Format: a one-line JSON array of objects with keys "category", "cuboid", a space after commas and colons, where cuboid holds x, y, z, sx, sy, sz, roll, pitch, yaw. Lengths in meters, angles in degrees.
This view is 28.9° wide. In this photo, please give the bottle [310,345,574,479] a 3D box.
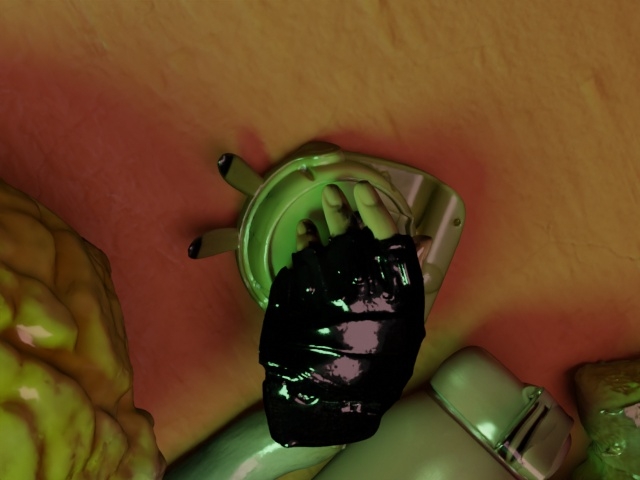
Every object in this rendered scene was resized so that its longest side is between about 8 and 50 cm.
[{"category": "bottle", "cuboid": [0.096, 0.239, 1.120, 0.297, 0.206, 0.173, -45, 97, -1]}]

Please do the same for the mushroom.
[{"category": "mushroom", "cuboid": [-0.091, 0.226, 1.117, 0.278, 0.096, 0.099, -40, 116, -7]}]

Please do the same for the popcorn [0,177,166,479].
[{"category": "popcorn", "cuboid": [-0.302, 0.124, 0.878, 0.344, 0.354, 0.390, -12, 113, 6]}]

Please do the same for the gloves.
[{"category": "gloves", "cuboid": [0.023, 0.053, 1.016, 0.164, 0.124, 0.203, -13, 121, -31]}]

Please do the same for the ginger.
[{"category": "ginger", "cuboid": [0.349, 0.244, 1.249, 0.219, 0.123, 0.270, -4, 116, 4]}]

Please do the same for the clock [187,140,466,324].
[{"category": "clock", "cuboid": [0.000, 0.000, 1.085, 0.232, 0.069, 0.170, 17, 102, -22]}]
